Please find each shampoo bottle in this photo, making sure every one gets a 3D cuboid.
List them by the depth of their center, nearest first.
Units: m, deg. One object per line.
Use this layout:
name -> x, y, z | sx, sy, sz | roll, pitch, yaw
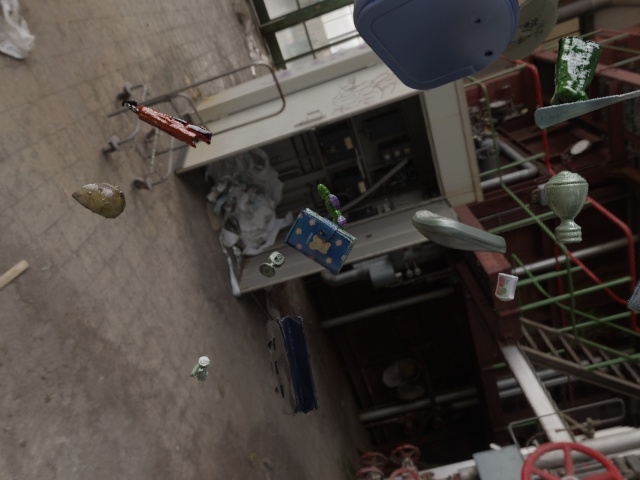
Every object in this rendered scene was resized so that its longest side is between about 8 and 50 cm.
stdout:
shampoo bottle -> 0.680, 0.175, 1.705 | 0.072, 0.043, 0.099 | 15, -84, 56

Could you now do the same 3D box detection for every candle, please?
candle -> -0.495, -0.383, 1.504 | 0.059, 0.301, 0.084 | -55, -166, 48

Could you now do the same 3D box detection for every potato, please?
potato -> -0.661, -0.131, 1.440 | 0.101, 0.089, 0.172 | 54, 11, 8

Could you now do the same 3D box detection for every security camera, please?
security camera -> -0.149, 0.070, 1.472 | 0.092, 0.058, 0.058 | -59, 136, -48

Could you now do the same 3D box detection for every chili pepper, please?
chili pepper -> 0.791, -0.500, 1.453 | 0.099, 0.136, 0.270 | -12, -123, 68

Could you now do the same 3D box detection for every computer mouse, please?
computer mouse -> 0.442, -0.016, 1.491 | 0.095, 0.330, 0.197 | -69, -157, 12

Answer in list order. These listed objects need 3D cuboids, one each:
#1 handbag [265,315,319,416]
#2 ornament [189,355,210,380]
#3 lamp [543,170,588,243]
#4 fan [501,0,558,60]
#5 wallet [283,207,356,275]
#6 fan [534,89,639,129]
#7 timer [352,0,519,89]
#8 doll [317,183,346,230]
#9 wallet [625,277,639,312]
handbag -> -0.104, 0.439, 1.634 | 0.269, 0.118, 0.326 | 138, -56, -62
ornament -> -0.330, 0.354, 1.288 | 0.068, 0.041, 0.092 | -58, 171, -18
lamp -> 0.653, -0.088, 1.230 | 0.106, 0.106, 0.193 | -21, 105, -83
fan -> 0.655, -0.722, 1.627 | 0.233, 0.414, 0.012 | 89, -19, -49
wallet -> 0.000, 0.000, 1.459 | 0.202, 0.141, 0.059 | 30, 5, 9
fan -> 0.704, -0.345, 1.195 | 0.023, 0.282, 0.057 | -19, 100, -64
timer -> 0.299, -0.557, 1.112 | 0.395, 0.394, 0.173 | 57, 36, -65
doll -> 0.042, -0.110, 1.608 | 0.190, 0.050, 0.115 | 64, -14, -7
wallet -> 0.896, 0.104, 1.152 | 0.167, 0.222, 0.036 | 28, 9, 41
